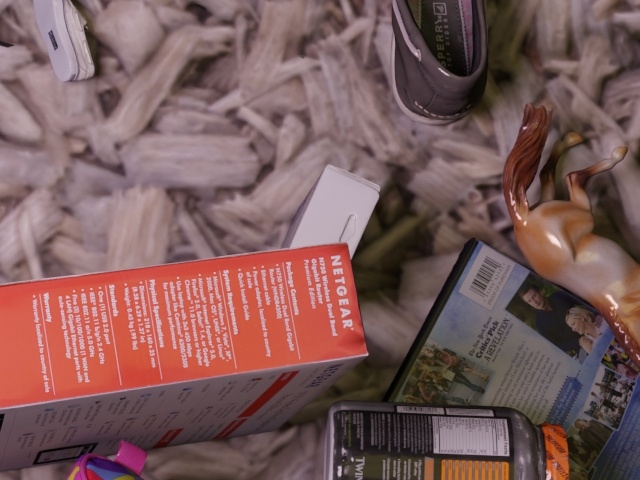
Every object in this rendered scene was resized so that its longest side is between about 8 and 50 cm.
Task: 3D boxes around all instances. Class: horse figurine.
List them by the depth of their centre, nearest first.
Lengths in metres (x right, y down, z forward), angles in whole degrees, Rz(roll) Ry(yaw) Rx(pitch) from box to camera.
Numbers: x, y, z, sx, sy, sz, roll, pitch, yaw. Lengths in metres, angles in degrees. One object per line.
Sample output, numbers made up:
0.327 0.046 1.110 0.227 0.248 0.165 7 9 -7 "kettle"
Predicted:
0.248 0.003 1.521 0.263 0.066 0.174 40 58 -2 "horse figurine"

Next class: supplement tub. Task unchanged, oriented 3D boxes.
0.099 0.189 1.408 0.190 0.117 0.117 3 75 -2 "supplement tub"

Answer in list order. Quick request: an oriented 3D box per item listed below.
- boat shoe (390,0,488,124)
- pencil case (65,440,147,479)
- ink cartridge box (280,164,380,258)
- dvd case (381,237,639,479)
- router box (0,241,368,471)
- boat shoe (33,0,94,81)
0.100 -0.271 1.554 0.112 0.095 0.335 -4 76 -13 "boat shoe"
-0.192 0.268 1.300 0.104 0.104 0.236 34 103 -2 "pencil case"
0.000 0.000 1.446 0.052 0.122 0.088 25 71 -5 "ink cartridge box"
0.196 0.135 1.507 0.253 0.022 0.180 31 72 -3 "dvd case"
-0.153 0.098 1.276 0.301 0.335 0.082 -7 77 -15 "router box"
-0.217 -0.183 1.498 0.035 0.035 0.100 -7 71 -42 "boat shoe"
